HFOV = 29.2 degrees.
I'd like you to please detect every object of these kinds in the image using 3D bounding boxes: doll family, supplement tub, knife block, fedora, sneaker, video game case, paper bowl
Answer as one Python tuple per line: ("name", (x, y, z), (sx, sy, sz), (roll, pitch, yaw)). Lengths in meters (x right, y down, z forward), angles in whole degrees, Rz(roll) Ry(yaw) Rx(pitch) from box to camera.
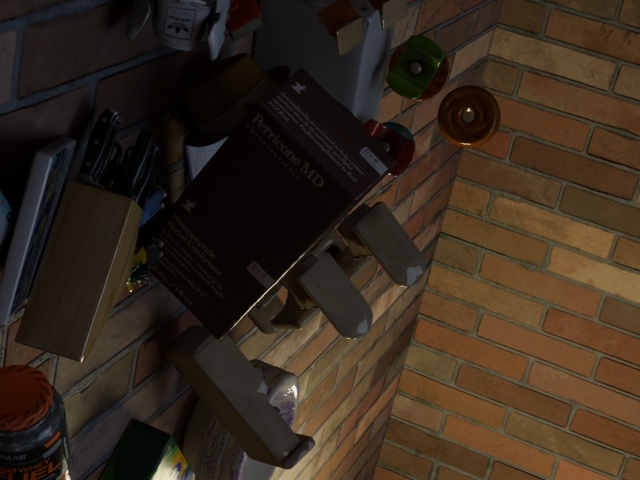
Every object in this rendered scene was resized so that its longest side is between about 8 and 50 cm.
("doll family", (-0.269, 0.006, 1.733), (0.111, 0.076, 0.193), (-43, 144, -49))
("supplement tub", (-0.381, 0.254, 1.574), (0.190, 0.117, 0.117), (93, 24, -45))
("knife block", (-0.283, -0.020, 1.533), (0.276, 0.088, 0.242), (-71, 176, -53))
("fedora", (-0.138, -0.219, 1.812), (0.079, 0.194, 0.194), (54, 45, -21))
("sneaker", (-0.147, -0.308, 1.460), (0.366, 0.137, 0.210), (-103, -153, -63))
("video game case", (-0.337, -0.018, 1.449), (0.183, 0.023, 0.201), (-105, -148, -79))
("paper bowl", (-0.161, 0.365, 2.367), (0.284, 0.148, 0.284), (-57, 159, -36))

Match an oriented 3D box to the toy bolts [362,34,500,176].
("toy bolts", (0.174, -0.198, 2.042), (0.228, 0.218, 0.158), (-55, 174, 9))

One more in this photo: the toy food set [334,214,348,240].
("toy food set", (0.000, 0.000, 2.670), (0.192, 0.038, 0.132), (-10, 112, -66))

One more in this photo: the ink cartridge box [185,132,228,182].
("ink cartridge box", (-0.117, -0.121, 1.967), (0.208, 0.045, 0.206), (-22, 131, -20))

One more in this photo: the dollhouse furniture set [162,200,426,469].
("dollhouse furniture set", (-0.025, 0.157, 2.098), (0.394, 0.256, 0.362), (-42, -166, -21))

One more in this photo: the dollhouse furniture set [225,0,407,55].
("dollhouse furniture set", (-0.036, -0.388, 1.709), (0.259, 0.262, 0.135), (-30, 169, -4))

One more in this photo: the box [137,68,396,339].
("box", (-0.087, -0.043, 1.760), (0.381, 0.191, 0.143), (-47, 178, 38))

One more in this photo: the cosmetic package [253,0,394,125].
("cosmetic package", (-0.004, -0.254, 2.054), (0.155, 0.197, 0.365), (-48, 155, -52))

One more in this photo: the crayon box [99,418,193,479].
("crayon box", (-0.336, 0.487, 2.063), (0.323, 0.083, 0.203), (-62, 162, -23))

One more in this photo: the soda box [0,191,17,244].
("soda box", (-0.385, -0.052, 1.297), (0.183, 0.058, 0.063), (80, 33, -62))
